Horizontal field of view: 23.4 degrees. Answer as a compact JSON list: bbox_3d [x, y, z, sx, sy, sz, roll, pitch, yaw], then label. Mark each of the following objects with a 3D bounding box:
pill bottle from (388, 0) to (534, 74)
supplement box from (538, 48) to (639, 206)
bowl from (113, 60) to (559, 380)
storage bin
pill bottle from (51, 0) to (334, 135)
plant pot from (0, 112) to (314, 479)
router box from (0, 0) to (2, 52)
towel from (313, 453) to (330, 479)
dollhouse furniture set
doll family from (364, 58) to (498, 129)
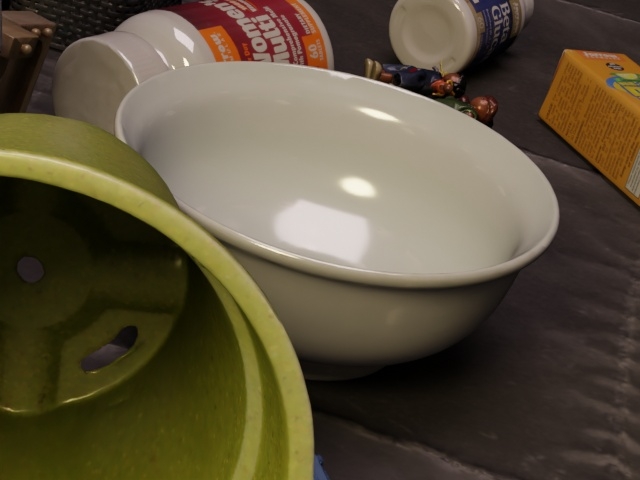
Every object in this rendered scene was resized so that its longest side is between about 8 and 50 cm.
[{"bbox_3d":[0.148,-0.224,1.552,0.094,0.094,0.169,27,31,23],"label":"pill bottle"},{"bbox_3d":[0.294,-0.092,1.395,0.078,0.080,0.233,1,28,-28],"label":"supplement box"},{"bbox_3d":[0.000,0.000,1.029,0.298,0.134,0.298,10,28,-5],"label":"bowl"},{"bbox_3d":[-0.202,-0.240,1.434,0.122,0.084,0.180,17,29,5],"label":"storage bin"},{"bbox_3d":[-0.099,-0.129,1.235,0.121,0.121,0.221,30,32,28],"label":"pill bottle"},{"bbox_3d":[-0.150,0.054,0.755,0.276,0.276,0.254,10,18,-8],"label":"plant pot"},{"bbox_3d":[-0.264,-0.108,0.817,0.082,0.301,0.335,15,51,2],"label":"router box"},{"bbox_3d":[-0.049,0.145,0.852,0.119,0.029,0.067,3,29,-21],"label":"towel"},{"bbox_3d":[-0.216,-0.072,1.081,0.123,0.144,0.151,28,16,15],"label":"dollhouse furniture set"},{"bbox_3d":[0.097,-0.119,1.361,0.111,0.076,0.193,1,27,-13],"label":"doll family"}]
